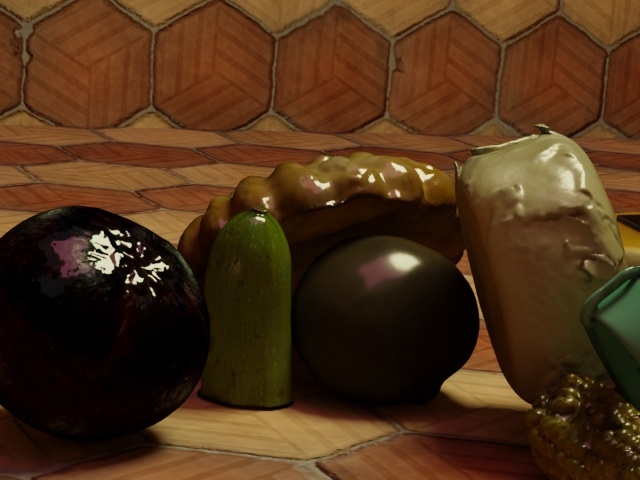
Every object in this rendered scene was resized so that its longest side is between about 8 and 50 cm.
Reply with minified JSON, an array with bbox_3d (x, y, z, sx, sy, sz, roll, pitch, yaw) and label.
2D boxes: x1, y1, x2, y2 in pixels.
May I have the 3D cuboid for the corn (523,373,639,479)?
[{"bbox_3d":[0.245,0.185,1.526,0.097,0.097,0.320,2,12,-15],"label":"corn"}]

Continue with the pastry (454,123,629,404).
[{"bbox_3d":[0.209,0.026,1.755,0.133,0.265,0.265,-15,10,2],"label":"pastry"}]

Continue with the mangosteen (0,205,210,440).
[{"bbox_3d":[-0.214,0.078,1.664,0.216,0.216,0.216,4,11,-1],"label":"mangosteen"}]

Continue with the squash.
[{"bbox_3d":[-0.068,0.059,1.813,0.095,0.188,0.095,2,11,0],"label":"squash"}]

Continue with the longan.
[{"bbox_3d":[0.061,0.078,1.858,0.189,0.189,0.189,4,11,-1],"label":"longan"}]

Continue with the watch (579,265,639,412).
[{"bbox_3d":[0.296,0.124,1.556,0.068,0.237,0.195,-39,33,-2],"label":"watch"}]

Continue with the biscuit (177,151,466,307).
[{"bbox_3d":[0.000,0.000,1.985,0.325,0.107,0.326,-15,-23,-6],"label":"biscuit"}]

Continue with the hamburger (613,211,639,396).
[{"bbox_3d":[0.369,0.067,1.957,0.300,0.176,0.300,-2,10,0],"label":"hamburger"}]
